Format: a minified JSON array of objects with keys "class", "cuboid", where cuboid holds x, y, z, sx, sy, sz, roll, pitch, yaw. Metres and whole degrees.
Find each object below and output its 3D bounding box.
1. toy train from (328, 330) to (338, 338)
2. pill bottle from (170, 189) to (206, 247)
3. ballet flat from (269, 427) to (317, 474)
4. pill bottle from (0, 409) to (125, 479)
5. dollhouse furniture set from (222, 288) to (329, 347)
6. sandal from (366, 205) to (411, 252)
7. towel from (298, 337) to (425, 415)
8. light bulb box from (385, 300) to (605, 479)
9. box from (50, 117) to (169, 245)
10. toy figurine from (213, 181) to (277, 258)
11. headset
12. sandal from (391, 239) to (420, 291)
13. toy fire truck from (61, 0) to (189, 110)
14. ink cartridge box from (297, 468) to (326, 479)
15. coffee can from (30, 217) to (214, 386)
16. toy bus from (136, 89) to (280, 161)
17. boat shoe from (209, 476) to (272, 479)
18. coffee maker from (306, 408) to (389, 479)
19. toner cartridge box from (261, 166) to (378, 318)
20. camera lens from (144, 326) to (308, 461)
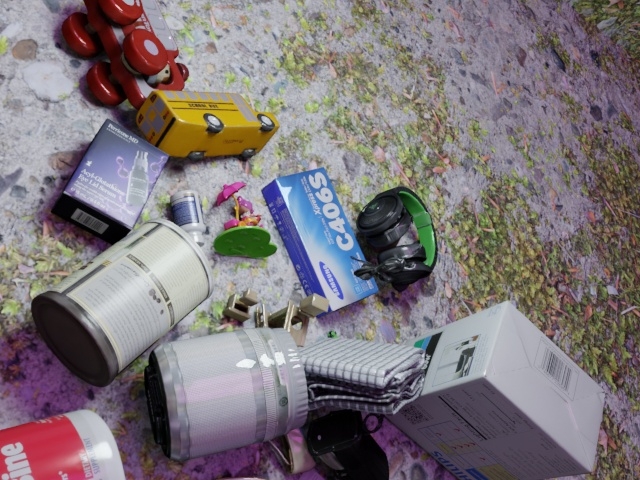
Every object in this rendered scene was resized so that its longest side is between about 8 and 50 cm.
[{"class":"toy train","cuboid":[0.043,0.254,1.666,0.023,0.017,0.083,-12,77,-49]},{"class":"pill bottle","cuboid":[-0.289,-0.044,1.526,0.067,0.067,0.120,-1,70,-36]},{"class":"ballet flat","cuboid":[-0.087,0.382,1.479,0.086,0.086,0.248,-19,83,-40]},{"class":"pill bottle","cuboid":[-0.523,0.415,1.045,0.407,0.229,0.229,-8,75,-38]},{"class":"dollhouse furniture set","cuboid":[-0.104,0.168,1.489,0.161,0.182,0.101,27,57,-24]},{"class":"sandal","cuboid":[0.178,-0.041,1.868,0.090,0.060,0.219,50,47,-20]},{"class":"towel","cuboid":[0.083,0.292,1.478,0.283,0.235,0.121,-5,99,-67]},{"class":"light bulb box","cuboid":[0.399,0.380,1.642,0.358,0.361,0.225,42,50,-13]},{"class":"box","cuboid":[-0.431,-0.119,1.431,0.153,0.108,0.207,30,55,-21]},{"class":"toy figurine","cuboid":[-0.177,-0.057,1.599,0.173,0.130,0.159,27,44,-50]},{"class":"headset","cuboid":[0.202,0.002,1.713,0.394,0.185,0.243,-35,104,-51]},{"class":"sandal","cuboid":[0.243,0.066,1.888,0.067,0.040,0.179,42,66,-6]},{"class":"toy fire truck","cuboid":[-0.408,-0.439,1.572,0.254,0.169,0.302,-21,84,-59]},{"class":"ink cartridge box","cuboid":[0.008,0.627,1.465,0.232,0.066,0.189,37,50,9]},{"class":"coffee can","cuboid":[-0.365,0.111,1.312,0.201,0.201,0.275,52,50,-5]},{"class":"toy bus","cuboid":[-0.247,-0.266,1.594,0.130,0.108,0.332,53,33,16]},{"class":"boat shoe","cuboid":[-0.095,0.532,1.381,0.277,0.098,0.096,19,63,-22]},{"class":"coffee maker","cuboid":[0.081,0.451,1.470,0.178,0.171,0.120,58,40,-34]},{"class":"toner cartridge box","cuboid":[0.000,0.000,1.711,0.165,0.075,0.348,-19,82,-39]},{"class":"camera lens","cuboid":[-0.185,0.286,1.320,0.274,0.219,0.219,-8,74,-20]}]
